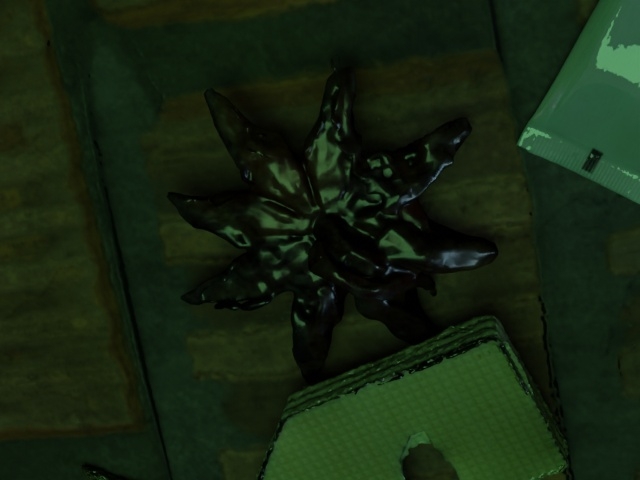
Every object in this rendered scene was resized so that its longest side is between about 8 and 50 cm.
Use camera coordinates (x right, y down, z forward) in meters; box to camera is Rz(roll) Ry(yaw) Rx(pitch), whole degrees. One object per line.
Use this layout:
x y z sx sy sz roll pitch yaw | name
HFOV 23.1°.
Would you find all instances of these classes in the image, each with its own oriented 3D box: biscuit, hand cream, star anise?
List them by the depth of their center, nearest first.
0.253 -0.175 1.085 0.109 0.067 0.320 25 116 1 | hand cream
0.000 0.000 1.163 0.272 0.102 0.272 3 112 7 | star anise
0.058 0.159 1.220 0.250 0.046 0.147 -24 119 17 | biscuit

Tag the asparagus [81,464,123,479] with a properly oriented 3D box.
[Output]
-0.147 0.208 1.311 0.114 0.014 0.015 12 76 7 | asparagus
